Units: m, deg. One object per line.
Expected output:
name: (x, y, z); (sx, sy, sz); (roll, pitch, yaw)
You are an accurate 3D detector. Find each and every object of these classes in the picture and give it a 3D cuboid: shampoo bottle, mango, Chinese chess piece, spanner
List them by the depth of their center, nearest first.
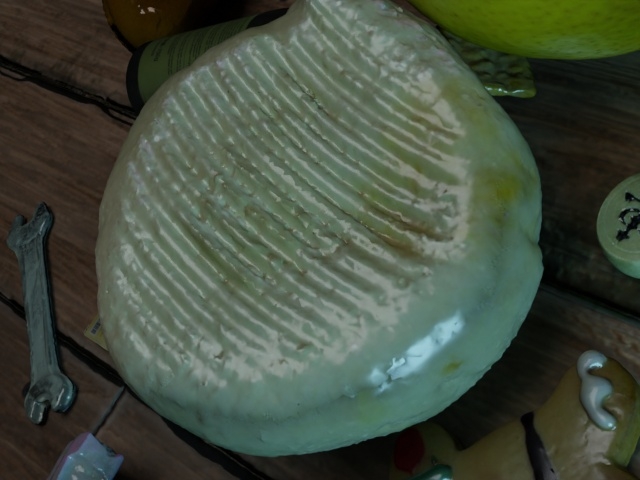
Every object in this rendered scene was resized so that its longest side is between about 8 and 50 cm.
Chinese chess piece: (0.245, -0.012, 0.899); (0.084, 0.034, 0.084); (-21, 51, 29)
shampoo bottle: (-0.062, -0.172, 1.207); (0.283, 0.101, 0.101); (-6, 59, 36)
spanner: (-0.303, 0.071, 1.302); (0.071, 0.017, 0.302); (-34, 46, 17)
mango: (-0.167, -0.310, 1.361); (0.166, 0.136, 0.236); (-3, 73, 24)

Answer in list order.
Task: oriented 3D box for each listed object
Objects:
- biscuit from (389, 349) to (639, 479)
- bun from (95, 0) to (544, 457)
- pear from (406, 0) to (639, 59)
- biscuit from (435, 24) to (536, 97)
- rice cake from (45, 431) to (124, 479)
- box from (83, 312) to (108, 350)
biscuit: (0.100, 0.208, 0.863); (0.301, 0.049, 0.197); (-28, 46, 23)
bun: (0.000, 0.000, 0.958); (0.365, 0.219, 0.365); (-8, 67, 19)
pear: (0.182, -0.314, 0.919); (0.418, 0.362, 0.362); (6, 66, 39)
biscuit: (0.143, -0.156, 1.061); (0.081, 0.018, 0.083); (0, 53, -9)
rice cake: (-0.257, 0.292, 1.016); (0.298, 0.050, 0.106); (-61, 10, -31)
box: (-0.167, 0.089, 1.177); (0.149, 0.020, 0.073); (25, 78, 46)
